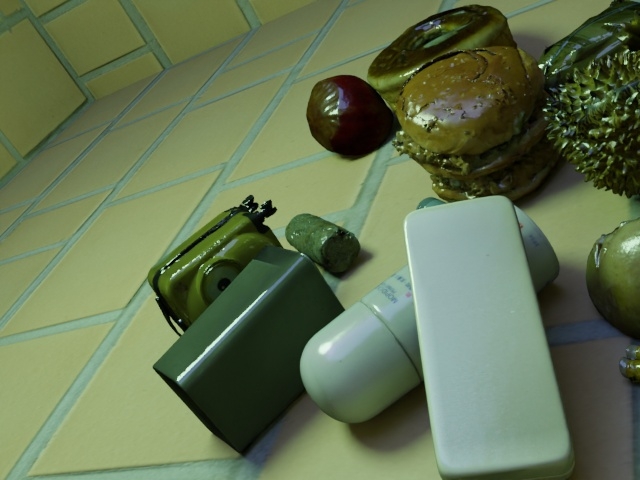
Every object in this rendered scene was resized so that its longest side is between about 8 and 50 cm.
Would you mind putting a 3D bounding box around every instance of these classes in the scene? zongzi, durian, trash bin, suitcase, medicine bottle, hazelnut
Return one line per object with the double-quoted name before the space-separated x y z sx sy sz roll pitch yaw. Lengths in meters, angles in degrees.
"zongzi" 0.503 -0.285 1.202 0.251 0.125 0.274 -37 33 -12
"durian" 0.428 -0.167 0.974 0.258 0.258 0.293 -31 17 1
"trash bin" -0.087 0.150 1.046 0.240 0.164 0.122 -46 29 -20
"suitcase" -0.133 0.068 1.183 0.235 0.193 0.143 -40 25 -18
"medicine bottle" 0.127 0.095 0.940 0.341 0.130 0.130 -35 27 -9
"hazelnut" 0.056 -0.263 1.616 0.170 0.160 0.201 -38 63 14

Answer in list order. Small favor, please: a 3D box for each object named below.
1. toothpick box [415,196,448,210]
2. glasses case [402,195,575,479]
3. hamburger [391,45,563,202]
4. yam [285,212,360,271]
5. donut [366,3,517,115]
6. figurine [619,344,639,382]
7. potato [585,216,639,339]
"toothpick box" 0.190 -0.034 1.176 0.052 0.052 0.083 -37 28 -10
"glasses case" 0.170 0.101 0.801 0.131 0.070 0.312 -11 56 9
"hamburger" 0.246 -0.172 1.194 0.261 0.211 0.245 -16 36 19
"yam" 0.000 0.000 1.295 0.078 0.078 0.179 -37 24 -11
"donut" 0.258 -0.369 1.564 0.330 0.160 0.330 -30 24 15
"figurine" 0.361 0.123 0.731 0.143 0.068 0.101 -28 21 35
"potato" 0.380 0.043 0.788 0.261 0.120 0.100 -2 45 45
